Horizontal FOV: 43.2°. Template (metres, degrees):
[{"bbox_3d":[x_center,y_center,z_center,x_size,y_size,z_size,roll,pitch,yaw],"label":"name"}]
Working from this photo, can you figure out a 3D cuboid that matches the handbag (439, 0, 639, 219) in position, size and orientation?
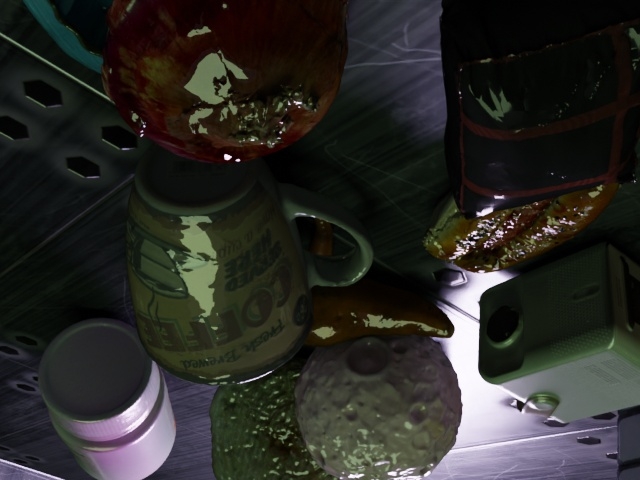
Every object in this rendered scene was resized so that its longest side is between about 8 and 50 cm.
[{"bbox_3d":[0.188,-0.123,0.676,0.169,0.155,0.215,-8,146,6],"label":"handbag"}]

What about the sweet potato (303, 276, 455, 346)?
[{"bbox_3d":[0.007,0.099,1.155,0.359,0.112,0.112,-4,147,20],"label":"sweet potato"}]

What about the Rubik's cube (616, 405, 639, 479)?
[{"bbox_3d":[0.645,0.334,1.107,0.344,0.344,0.337,22,148,-18],"label":"Rubik's cube"}]

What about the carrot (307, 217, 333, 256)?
[{"bbox_3d":[0.000,0.000,1.067,0.035,0.035,0.142,9,142,4],"label":"carrot"}]

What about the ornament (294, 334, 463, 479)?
[{"bbox_3d":[0.088,0.241,1.226,0.259,0.259,0.225,1,137,17],"label":"ornament"}]

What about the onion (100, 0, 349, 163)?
[{"bbox_3d":[-0.075,-0.141,0.696,0.230,0.163,0.230,-10,151,-6],"label":"onion"}]

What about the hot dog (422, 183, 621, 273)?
[{"bbox_3d":[0.218,-0.036,0.889,0.144,0.075,0.268,21,146,-12],"label":"hot dog"}]

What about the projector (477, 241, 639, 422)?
[{"bbox_3d":[0.328,0.128,1.045,0.177,0.163,0.242,30,143,-27],"label":"projector"}]

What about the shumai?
[{"bbox_3d":[-0.044,0.359,1.515,0.304,0.309,0.263,40,-175,10],"label":"shumai"}]

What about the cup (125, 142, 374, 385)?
[{"bbox_3d":[-0.084,0.005,0.943,0.301,0.227,0.257,-7,140,-6],"label":"cup"}]

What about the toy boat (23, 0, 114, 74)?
[{"bbox_3d":[-0.195,-0.201,0.745,0.077,0.075,0.185,6,153,26],"label":"toy boat"}]

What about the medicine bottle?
[{"bbox_3d":[-0.397,0.313,1.534,0.219,0.219,0.388,10,151,2],"label":"medicine bottle"}]
